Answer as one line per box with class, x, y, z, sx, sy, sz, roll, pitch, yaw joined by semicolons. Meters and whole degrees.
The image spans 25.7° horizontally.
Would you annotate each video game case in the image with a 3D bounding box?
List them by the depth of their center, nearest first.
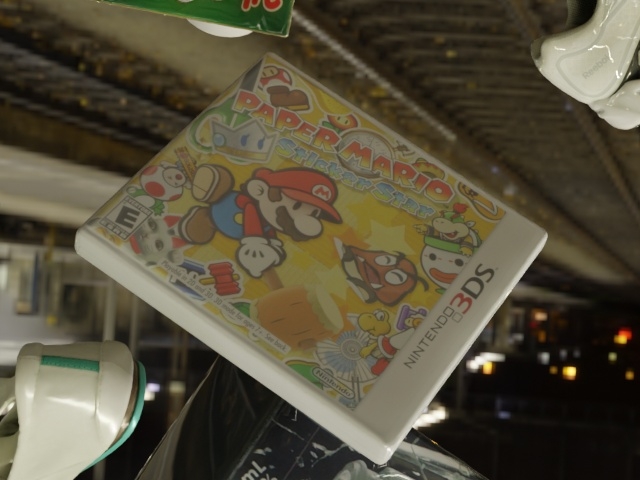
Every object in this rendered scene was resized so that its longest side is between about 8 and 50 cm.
video game case;0.000;0.000;0.871;0.227;0.206;0.026;34;143;10

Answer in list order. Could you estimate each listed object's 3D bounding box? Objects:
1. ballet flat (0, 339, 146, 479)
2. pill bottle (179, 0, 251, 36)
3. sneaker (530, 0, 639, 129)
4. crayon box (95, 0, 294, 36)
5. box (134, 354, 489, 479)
ballet flat;-0.296;0.204;1.301;0.139;0.139;0.400;5;143;-33
pill bottle;-0.079;-0.324;1.451;0.131;0.131;0.229;4;144;-15
sneaker;0.275;-0.244;1.163;0.118;0.292;0.110;26;177;-5
crayon box;-0.093;-0.318;0.995;0.202;0.319;0.081;14;-170;30
box;-0.002;0.423;1.499;0.471;0.480;0.297;36;172;-15
